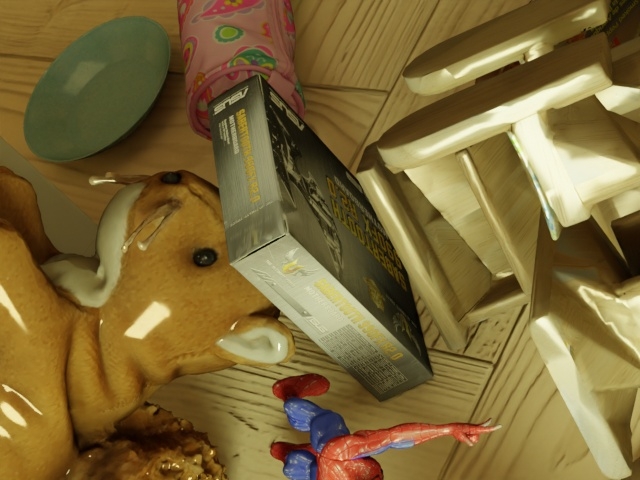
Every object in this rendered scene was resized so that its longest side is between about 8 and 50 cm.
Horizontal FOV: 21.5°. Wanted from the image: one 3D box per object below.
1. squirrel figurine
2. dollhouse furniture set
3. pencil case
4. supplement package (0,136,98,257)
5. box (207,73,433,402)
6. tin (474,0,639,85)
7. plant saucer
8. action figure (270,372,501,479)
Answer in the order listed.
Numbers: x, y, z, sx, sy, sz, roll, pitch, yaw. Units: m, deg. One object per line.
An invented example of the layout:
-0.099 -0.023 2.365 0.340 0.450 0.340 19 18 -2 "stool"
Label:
-0.197 0.127 1.374 0.370 0.397 0.281 -19 16 -10 "squirrel figurine"
0.153 0.026 1.169 0.256 0.362 0.394 -23 19 19 "dollhouse furniture set"
-0.081 -0.223 1.694 0.124 0.124 0.284 -24 44 20 "pencil case"
-0.352 -0.016 1.605 0.177 0.293 0.175 28 77 45 "supplement package"
0.000 0.000 1.376 0.056 0.231 0.183 -29 44 17 "box"
0.207 -0.163 1.445 0.189 0.106 0.040 -49 35 -7 "tin"
-0.232 -0.155 1.813 0.195 0.037 0.195 -20 47 23 "plant saucer"
0.046 0.164 1.262 0.139 0.091 0.280 -1 8 -8 "action figure"
